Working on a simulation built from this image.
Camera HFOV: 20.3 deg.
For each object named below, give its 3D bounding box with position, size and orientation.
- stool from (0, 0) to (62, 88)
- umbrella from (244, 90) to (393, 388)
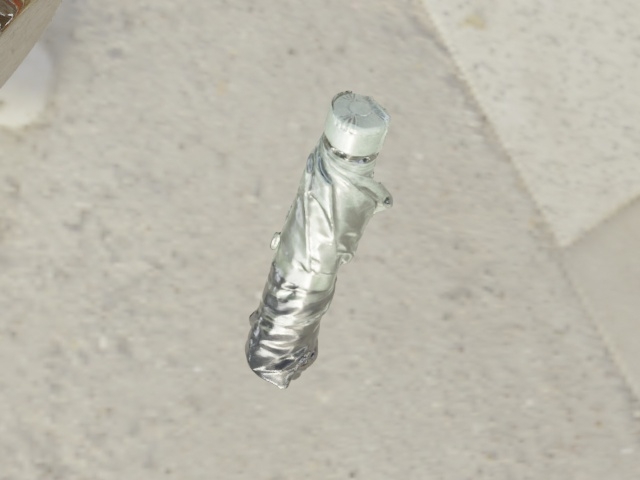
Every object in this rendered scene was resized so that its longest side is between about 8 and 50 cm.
[{"bbox_3d":[-0.355,-0.217,1.394,0.264,0.179,0.179,40,111,-2],"label":"stool"},{"bbox_3d":[0.000,0.000,0.965,0.046,0.050,0.188,52,138,36],"label":"umbrella"}]
